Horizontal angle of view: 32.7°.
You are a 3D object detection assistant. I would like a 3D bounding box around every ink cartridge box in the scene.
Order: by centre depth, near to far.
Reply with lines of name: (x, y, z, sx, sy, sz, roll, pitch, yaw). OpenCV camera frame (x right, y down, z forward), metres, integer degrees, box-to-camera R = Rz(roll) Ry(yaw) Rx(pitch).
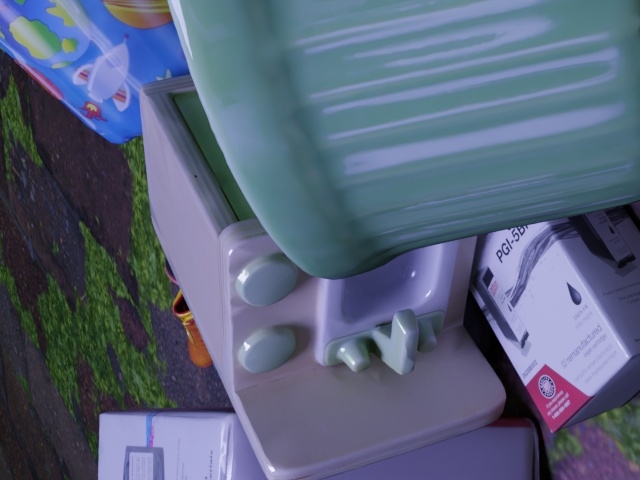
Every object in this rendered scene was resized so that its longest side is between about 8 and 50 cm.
ink cartridge box: (0.137, 0.024, 0.619, 0.135, 0.056, 0.099, 62, 152, 25)
ink cartridge box: (-0.019, 0.186, 0.800, 0.306, 0.226, 0.131, 160, 112, -65)

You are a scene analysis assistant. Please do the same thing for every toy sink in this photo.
toy sink: (0.000, 0.000, 0.646, 0.131, 0.153, 0.234, 92, 157, -43)

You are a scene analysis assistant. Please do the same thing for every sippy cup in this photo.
sippy cup: (-0.144, -0.197, 0.722, 0.224, 0.240, 0.305, 53, 161, -26)

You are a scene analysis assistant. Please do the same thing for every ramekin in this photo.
ramekin: (0.053, -0.142, 0.450, 0.303, 0.148, 0.303, -7, -90, -74)

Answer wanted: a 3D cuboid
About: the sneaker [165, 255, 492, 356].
sneaker: (0.021, 0.042, 0.838, 0.314, 0.116, 0.136, 19, 163, 46)

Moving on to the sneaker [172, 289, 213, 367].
sneaker: (-0.131, 0.076, 1.172, 0.064, 0.067, 0.175, 55, 149, 34)
